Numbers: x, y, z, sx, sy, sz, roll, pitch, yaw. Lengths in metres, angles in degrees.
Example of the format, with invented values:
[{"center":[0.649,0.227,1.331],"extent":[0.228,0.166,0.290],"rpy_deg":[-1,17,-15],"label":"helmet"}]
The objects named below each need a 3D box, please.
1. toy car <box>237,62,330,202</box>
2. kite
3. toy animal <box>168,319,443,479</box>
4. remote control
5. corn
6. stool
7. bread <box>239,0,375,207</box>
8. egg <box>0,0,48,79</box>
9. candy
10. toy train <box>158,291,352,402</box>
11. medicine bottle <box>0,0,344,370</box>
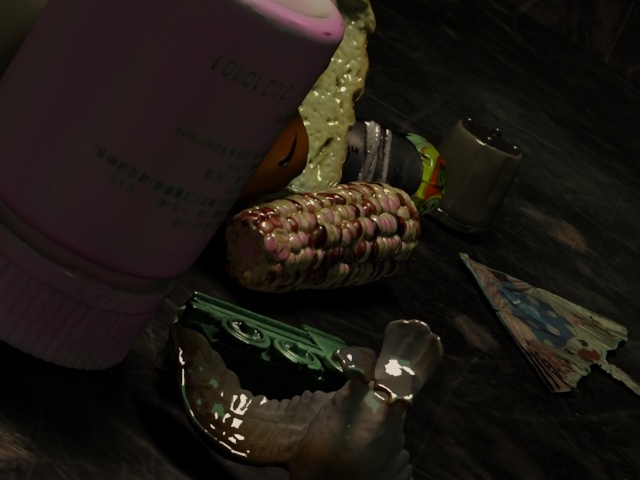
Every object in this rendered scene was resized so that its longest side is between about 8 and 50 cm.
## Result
[{"center":[-0.138,-0.163,1.671],"extent":[0.271,0.240,0.341],"rpy_deg":[-14,18,-34],"label":"toy car"},{"center":[0.260,0.109,1.981],"extent":[0.314,0.011,0.335],"rpy_deg":[37,19,10],"label":"kite"},{"center":[-0.002,0.132,1.254],"extent":[0.272,0.160,0.197],"rpy_deg":[36,26,9],"label":"toy animal"},{"center":[-0.020,-0.093,1.901],"extent":[0.266,0.090,0.066],"rpy_deg":[16,-1,-32],"label":"remote control"},{"center":[0.000,0.000,1.704],"extent":[0.092,0.092,0.280],"rpy_deg":[40,23,20],"label":"corn"},{"center":[0.159,-0.070,2.105],"extent":[0.096,0.110,0.096],"rpy_deg":[26,19,-10],"label":"stool"},{"center":[-0.027,-0.139,1.813],"extent":[0.128,0.232,0.088],"rpy_deg":[22,-17,-20],"label":"bread"},{"center":[-0.295,-0.253,1.422],"extent":[0.345,0.283,0.283],"rpy_deg":[38,18,22],"label":"egg"},{"center":[-0.010,-0.112,2.024],"extent":[0.305,0.083,0.091],"rpy_deg":[27,34,7],"label":"candy"},{"center":[-0.039,0.090,1.428],"extent":[0.170,0.071,0.111],"rpy_deg":[22,12,-29],"label":"toy train"},{"center":[-0.130,-0.074,1.322],"extent":[0.178,0.290,0.178],"rpy_deg":[30,19,-11],"label":"medicine bottle"}]
